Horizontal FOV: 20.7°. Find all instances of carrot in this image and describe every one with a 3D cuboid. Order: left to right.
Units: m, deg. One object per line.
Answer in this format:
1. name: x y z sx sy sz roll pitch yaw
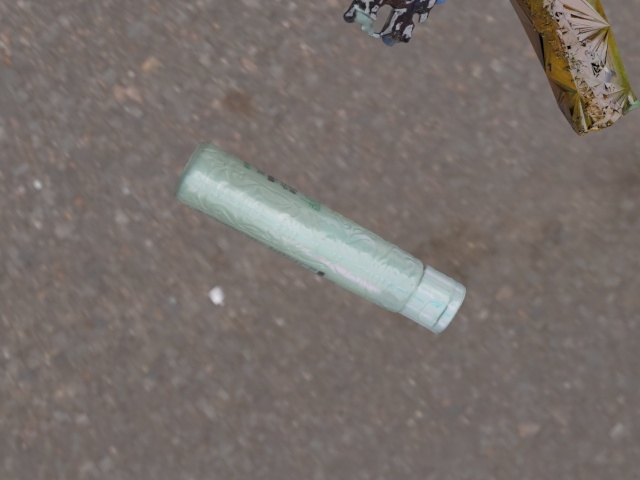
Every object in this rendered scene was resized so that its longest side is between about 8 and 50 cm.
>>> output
1. carrot: 0.166 -0.180 1.257 0.069 0.069 0.228 -29 107 -11

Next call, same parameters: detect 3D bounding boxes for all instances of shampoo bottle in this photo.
1. shampoo bottle: 0.000 0.000 1.092 0.191 0.069 0.041 29 91 -6

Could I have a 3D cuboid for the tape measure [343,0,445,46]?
1. tape measure: -0.022 -0.263 0.897 0.098 0.351 0.215 22 102 -51
